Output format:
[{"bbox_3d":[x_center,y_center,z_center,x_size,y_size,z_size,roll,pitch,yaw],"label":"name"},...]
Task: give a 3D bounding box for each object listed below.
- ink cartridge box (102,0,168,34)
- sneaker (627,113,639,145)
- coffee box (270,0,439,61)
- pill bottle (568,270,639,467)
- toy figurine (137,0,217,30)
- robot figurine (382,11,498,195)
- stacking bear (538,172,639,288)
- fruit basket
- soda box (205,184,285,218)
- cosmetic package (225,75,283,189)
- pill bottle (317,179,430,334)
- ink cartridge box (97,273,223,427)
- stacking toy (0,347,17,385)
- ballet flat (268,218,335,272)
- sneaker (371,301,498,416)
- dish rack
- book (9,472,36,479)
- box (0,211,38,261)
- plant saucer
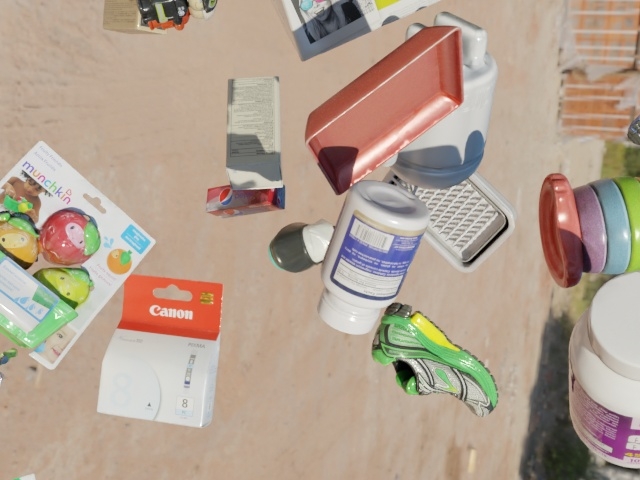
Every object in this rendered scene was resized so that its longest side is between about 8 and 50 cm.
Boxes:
[{"bbox_3d":[-0.453,-0.613,1.901,0.088,0.234,0.193,1,103,-36],"label":"ink cartridge box"},{"bbox_3d":[0.685,-0.258,1.469,0.083,0.221,0.087,53,9,-13],"label":"sneaker"},{"bbox_3d":[0.026,-0.617,1.439,0.334,0.338,0.338,68,-2,-51],"label":"coffee box"},{"bbox_3d":[0.404,0.167,0.977,0.301,0.169,0.169,63,40,-53],"label":"pill bottle"},{"bbox_3d":[-0.288,-0.519,1.486,0.213,0.148,0.210,-126,-158,-79],"label":"toy figurine"},{"bbox_3d":[0.220,-0.242,1.452,0.300,0.200,0.354,-26,138,-26],"label":"robot figurine"},{"bbox_3d":[0.501,-0.029,1.193,0.164,0.288,0.176,35,48,-83],"label":"stacking bear"},{"bbox_3d":[-0.555,0.028,1.559,0.327,0.165,0.353,45,69,-20],"label":"fruit basket"},{"bbox_3d":[-0.239,-0.133,2.439,0.092,0.263,0.084,23,65,-52],"label":"soda box"},{"bbox_3d":[-0.181,-0.299,2.133,0.129,0.153,0.296,86,3,-62],"label":"cosmetic package"},{"bbox_3d":[0.062,0.025,1.013,0.112,0.112,0.187,-40,154,-59],"label":"pill bottle"},{"bbox_3d":[-0.433,0.295,2.092,0.091,0.308,0.385,8,87,-76],"label":"ink cartridge box"},{"bbox_3d":[-0.774,0.357,1.765,0.221,0.052,0.167,-60,-173,0],"label":"stacking toy"},{"bbox_3d":[0.000,0.000,1.498,0.280,0.096,0.095,-13,83,-65],"label":"ballet flat"},{"bbox_3d":[0.234,0.277,1.617,0.343,0.134,0.146,38,74,-20],"label":"sneaker"},{"bbox_3d":[0.325,-0.100,1.929,0.072,0.333,0.285,-38,169,-35],"label":"dish rack"},{"bbox_3d":[-0.559,0.512,1.404,0.035,0.096,0.144,138,-63,-66],"label":"book"},{"bbox_3d":[-0.796,-0.018,1.797,0.163,0.247,0.142,-5,96,-50],"label":"box"},{"bbox_3d":[0.094,-0.192,1.133,0.258,0.048,0.259,-37,163,1],"label":"plant saucer"}]
